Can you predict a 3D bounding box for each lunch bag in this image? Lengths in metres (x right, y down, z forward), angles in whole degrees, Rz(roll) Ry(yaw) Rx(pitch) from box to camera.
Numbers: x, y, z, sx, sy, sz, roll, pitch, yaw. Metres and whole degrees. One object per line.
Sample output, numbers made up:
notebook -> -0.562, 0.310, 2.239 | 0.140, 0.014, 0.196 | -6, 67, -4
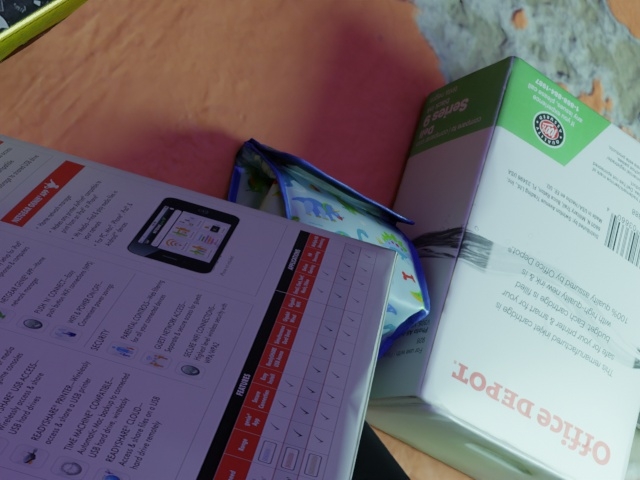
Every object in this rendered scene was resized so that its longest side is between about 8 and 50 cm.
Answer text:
lunch bag -> 0.000, 0.000, 0.901 | 0.129, 0.096, 0.151 | 28, 30, -28

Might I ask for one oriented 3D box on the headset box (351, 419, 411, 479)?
headset box -> -0.095, 0.236, 0.710 | 0.218, 0.110, 0.293 | 0, 125, -35

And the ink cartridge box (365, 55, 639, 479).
ink cartridge box -> 0.156, 0.038, 0.985 | 0.211, 0.121, 0.289 | 30, 66, -26

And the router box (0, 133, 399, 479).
router box -> -0.127, 0.057, 0.604 | 0.301, 0.335, 0.082 | 16, 112, 2

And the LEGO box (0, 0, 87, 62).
LEGO box -> -0.395, -0.166, 0.610 | 0.500, 0.193, 0.372 | -42, 105, -32

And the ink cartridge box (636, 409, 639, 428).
ink cartridge box -> 0.328, 0.103, 1.151 | 0.145, 0.045, 0.179 | 28, 48, -26
